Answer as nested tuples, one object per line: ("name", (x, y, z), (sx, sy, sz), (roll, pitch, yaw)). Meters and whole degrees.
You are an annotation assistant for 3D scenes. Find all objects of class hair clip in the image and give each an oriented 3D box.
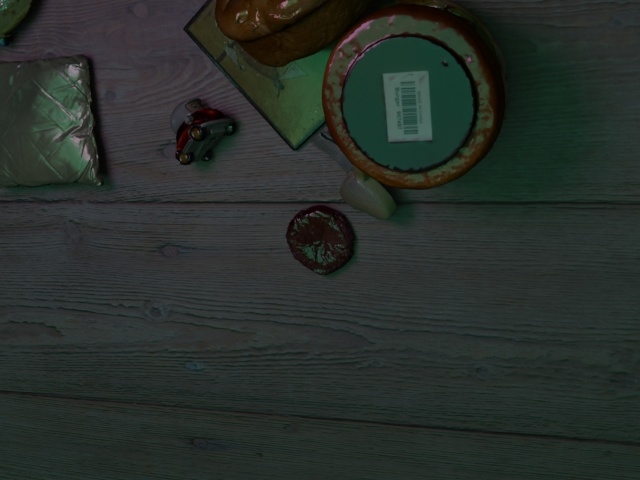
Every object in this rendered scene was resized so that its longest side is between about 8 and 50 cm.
("hair clip", (0.072, -0.131, 1.622), (0.071, 0.159, 0.218), (-41, 94, -19))

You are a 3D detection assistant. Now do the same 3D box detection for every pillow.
("pillow", (-0.608, -0.253, 1.809), (0.274, 0.076, 0.281), (-1, 102, 15))

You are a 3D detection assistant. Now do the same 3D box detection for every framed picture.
("framed picture", (-0.079, -0.381, 1.638), (0.255, 0.014, 0.339), (-41, 93, 24))

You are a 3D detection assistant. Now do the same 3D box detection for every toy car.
("toy car", (-0.259, -0.230, 1.702), (0.112, 0.112, 0.139), (51, 124, 12))

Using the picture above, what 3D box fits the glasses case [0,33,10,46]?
("glasses case", (-0.692, -0.568, 1.733), (0.117, 0.070, 0.301), (12, 110, -4))

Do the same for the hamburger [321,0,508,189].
("hamburger", (0.172, -0.266, 1.472), (0.329, 0.250, 0.330), (5, 109, 16))

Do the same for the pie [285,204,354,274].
("pie", (0.000, 0.000, 1.728), (0.153, 0.038, 0.154), (5, 111, 13))

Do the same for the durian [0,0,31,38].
("durian", (-0.661, -0.556, 1.668), (0.394, 0.198, 0.163), (-54, 53, 21))

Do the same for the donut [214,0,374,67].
("donut", (-0.033, -0.454, 1.454), (0.317, 0.299, 0.150), (-14, 141, 31))
